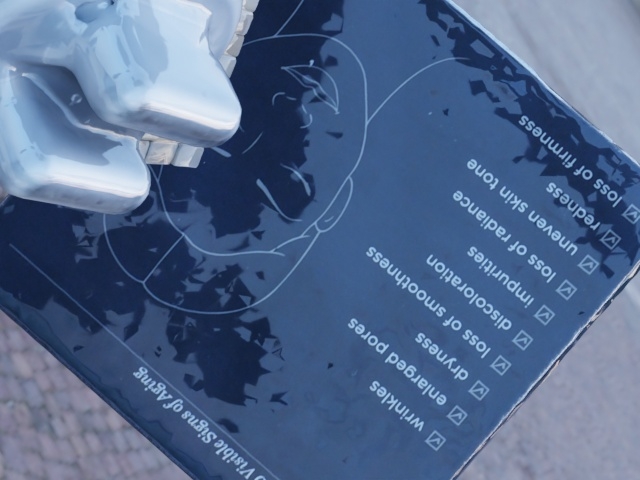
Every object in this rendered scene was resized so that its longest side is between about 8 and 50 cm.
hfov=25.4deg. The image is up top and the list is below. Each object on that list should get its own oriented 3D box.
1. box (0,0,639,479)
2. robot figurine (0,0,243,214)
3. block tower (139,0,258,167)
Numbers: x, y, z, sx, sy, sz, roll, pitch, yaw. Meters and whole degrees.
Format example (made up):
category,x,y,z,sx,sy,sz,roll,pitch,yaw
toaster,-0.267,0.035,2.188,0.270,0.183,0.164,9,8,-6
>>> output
category,x,y,z,sx,sy,sz,roll,pitch,yaw
box,0.000,0.000,1.376,0.480,0.472,0.297,41,-1,3
robot figurine,-0.175,-0.189,0.825,0.353,0.300,0.200,63,19,19
block tower,-0.089,-0.207,0.962,0.097,0.335,0.091,30,15,29
